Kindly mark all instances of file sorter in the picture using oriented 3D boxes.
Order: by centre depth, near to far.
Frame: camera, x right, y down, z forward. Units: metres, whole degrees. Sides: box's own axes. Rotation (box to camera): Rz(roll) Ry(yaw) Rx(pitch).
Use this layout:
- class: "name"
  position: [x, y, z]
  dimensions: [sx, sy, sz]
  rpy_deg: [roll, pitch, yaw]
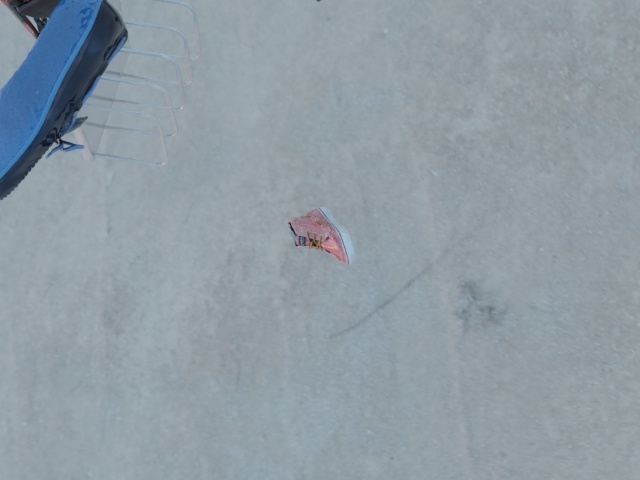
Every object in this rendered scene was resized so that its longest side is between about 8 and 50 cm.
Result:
- class: "file sorter"
  position: [-0.344, -0.303, 1.646]
  dimensions: [0.173, 0.192, 0.277]
  rpy_deg: [10, 65, 2]

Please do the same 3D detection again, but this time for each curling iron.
- class: "curling iron"
  position: [-0.696, -0.555, 1.932]
  dimensions: [0.035, 0.274, 0.068]
  rpy_deg: [-4, 46, 57]

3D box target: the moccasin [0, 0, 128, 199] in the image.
- class: "moccasin"
  position: [-0.383, -0.195, 1.268]
  dimensions: [0.138, 0.117, 0.342]
  rpy_deg: [34, 87, 30]

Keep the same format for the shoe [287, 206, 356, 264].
- class: "shoe"
  position: [0.000, 0.000, 1.543]
  dimensions: [0.081, 0.063, 0.178]
  rpy_deg: [-17, 32, -12]

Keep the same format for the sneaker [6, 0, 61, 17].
- class: "sneaker"
  position: [-0.533, -0.497, 1.397]
  dimensions: [0.116, 0.314, 0.136]
  rpy_deg: [-16, 55, 27]
